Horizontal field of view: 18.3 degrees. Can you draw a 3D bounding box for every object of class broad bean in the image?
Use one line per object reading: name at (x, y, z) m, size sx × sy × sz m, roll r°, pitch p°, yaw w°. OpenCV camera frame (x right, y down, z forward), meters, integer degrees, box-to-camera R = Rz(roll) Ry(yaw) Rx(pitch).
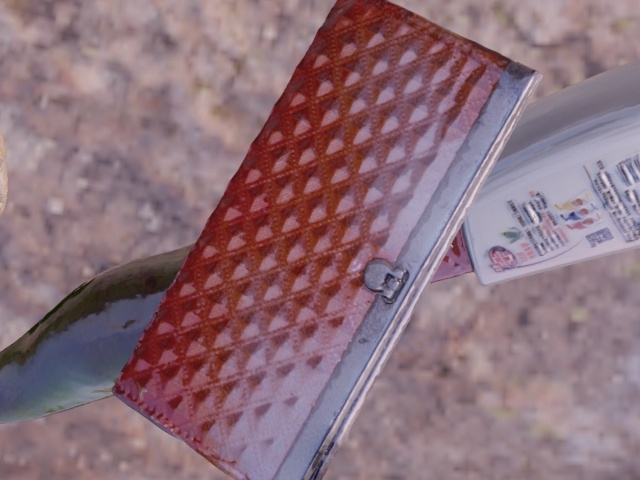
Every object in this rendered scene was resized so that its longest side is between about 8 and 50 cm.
broad bean at (-0.084, 0.041, 1.213) m, size 0.339 × 0.077 × 0.061 m, roll -18°, pitch 178°, yaw 18°

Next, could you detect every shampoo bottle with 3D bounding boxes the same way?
shampoo bottle at (0.139, -0.022, 1.356) m, size 0.284 × 0.071 × 0.153 m, roll -20°, pitch 137°, yaw 14°

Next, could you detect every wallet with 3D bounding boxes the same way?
wallet at (0.000, 0.000, 0.788) m, size 0.103 × 0.196 × 0.020 m, roll 32°, pitch -176°, yaw 34°

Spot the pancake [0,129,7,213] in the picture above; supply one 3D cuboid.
pancake at (-0.408, -0.115, 1.642) m, size 0.356 × 0.065 × 0.356 m, roll 19°, pitch 145°, yaw 14°
